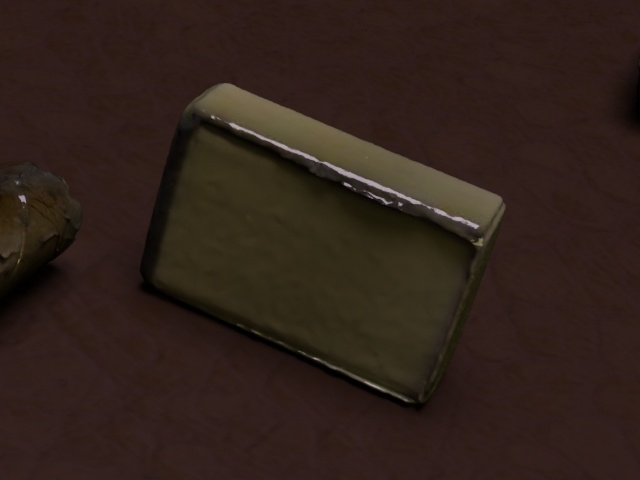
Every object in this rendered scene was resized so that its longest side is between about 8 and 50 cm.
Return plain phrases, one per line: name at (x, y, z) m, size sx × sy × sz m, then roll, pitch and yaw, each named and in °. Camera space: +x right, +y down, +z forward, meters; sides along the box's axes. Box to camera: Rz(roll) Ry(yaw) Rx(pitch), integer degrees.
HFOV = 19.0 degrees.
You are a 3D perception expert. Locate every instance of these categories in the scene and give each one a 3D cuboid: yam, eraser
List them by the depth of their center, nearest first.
yam at (-0.213, 0.040, 0.888) m, size 0.067 × 0.071 × 0.317 m, roll 56°, pitch 33°, yaw -7°
eraser at (0.000, 0.000, 1.004) m, size 0.172 × 0.117 × 0.058 m, roll 23°, pitch 32°, yaw 10°

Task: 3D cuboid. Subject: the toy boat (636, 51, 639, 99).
toy boat at (0.300, -0.148, 1.442) m, size 0.093 × 0.055 × 0.293 m, roll 25°, pitch 33°, yaw 14°
